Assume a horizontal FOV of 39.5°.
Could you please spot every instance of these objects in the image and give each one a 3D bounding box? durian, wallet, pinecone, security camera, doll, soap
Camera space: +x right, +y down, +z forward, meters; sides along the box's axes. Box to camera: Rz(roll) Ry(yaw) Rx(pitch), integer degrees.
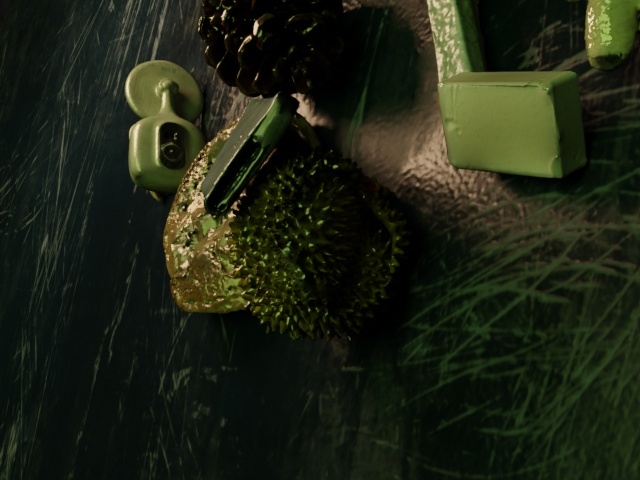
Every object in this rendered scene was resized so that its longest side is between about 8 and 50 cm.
[{"bbox_3d":[-0.011,-0.002,1.240,0.258,0.258,0.293,-11,61,46],"label":"durian"},{"bbox_3d":[-0.116,-0.129,1.317,0.190,0.046,0.379,-59,11,1],"label":"wallet"},{"bbox_3d":[-0.065,-0.345,1.465,0.257,0.243,0.243,23,92,37],"label":"pinecone"},{"bbox_3d":[-0.295,-0.231,1.717,0.080,0.157,0.301,131,139,-57],"label":"security camera"},{"bbox_3d":[0.372,-0.334,1.055,0.149,0.175,0.278,121,153,-82],"label":"doll"},{"bbox_3d":[0.235,-0.146,1.111,0.183,0.064,0.121,13,122,49],"label":"soap"}]

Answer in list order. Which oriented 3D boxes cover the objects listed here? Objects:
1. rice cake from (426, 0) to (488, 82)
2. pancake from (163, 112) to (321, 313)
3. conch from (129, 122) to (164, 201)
[{"bbox_3d":[0.196,-0.280,1.255,0.063,0.069,0.206,-26,58,37],"label":"rice cake"},{"bbox_3d":[-0.131,-0.049,1.512,0.387,0.082,0.387,-21,57,36],"label":"pancake"},{"bbox_3d":[-0.331,-0.173,1.788,0.104,0.094,0.176,-8,67,9],"label":"conch"}]
